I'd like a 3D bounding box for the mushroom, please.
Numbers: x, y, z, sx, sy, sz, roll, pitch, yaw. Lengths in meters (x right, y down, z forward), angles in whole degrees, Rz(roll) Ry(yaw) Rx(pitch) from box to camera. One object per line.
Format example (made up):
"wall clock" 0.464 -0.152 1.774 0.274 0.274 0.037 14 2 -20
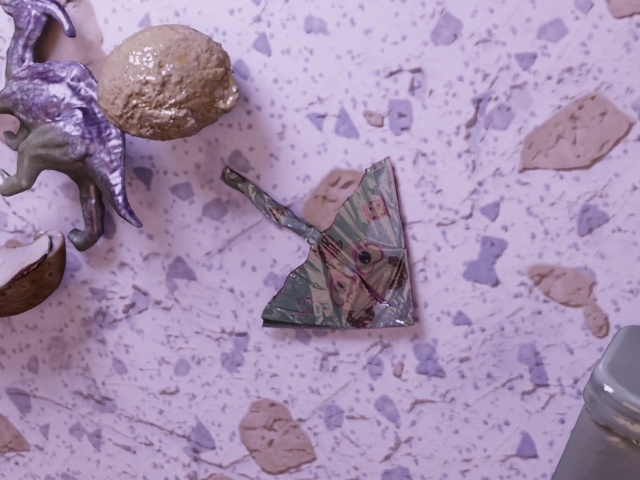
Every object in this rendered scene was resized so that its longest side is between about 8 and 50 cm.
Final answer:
"mushroom" -0.344 0.042 1.384 0.210 0.094 0.072 -9 67 28

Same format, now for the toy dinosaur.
"toy dinosaur" -0.275 -0.117 1.321 0.162 0.077 0.294 -38 85 33

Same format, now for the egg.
"egg" -0.148 -0.150 1.237 0.140 0.116 0.118 -14 74 14

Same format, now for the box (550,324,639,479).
"box" 0.347 0.306 1.110 0.352 0.177 0.343 26 115 15

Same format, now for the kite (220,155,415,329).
"kite" -0.001 0.000 1.268 0.250 0.012 0.229 39 111 11
